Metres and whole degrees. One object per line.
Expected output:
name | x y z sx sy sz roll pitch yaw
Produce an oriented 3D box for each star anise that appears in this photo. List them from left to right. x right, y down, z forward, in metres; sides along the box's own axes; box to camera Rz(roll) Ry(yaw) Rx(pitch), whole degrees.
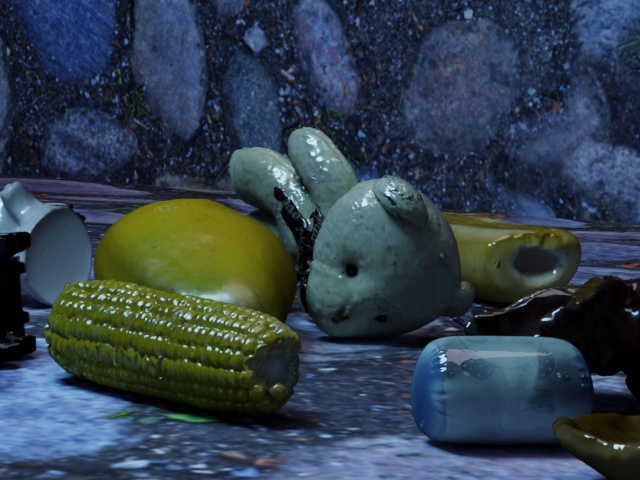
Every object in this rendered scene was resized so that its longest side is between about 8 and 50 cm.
star anise | 0.229 0.073 1.061 0.272 0.102 0.272 -5 2 0

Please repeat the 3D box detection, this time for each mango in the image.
mango | -0.107 0.035 1.286 0.176 0.119 0.317 4 13 -18

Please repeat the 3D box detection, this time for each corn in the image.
corn | -0.109 0.072 1.024 0.238 0.080 0.080 5 5 41

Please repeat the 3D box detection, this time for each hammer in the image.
hammer | 0.105 0.094 0.991 0.116 0.069 0.194 1 1 -9

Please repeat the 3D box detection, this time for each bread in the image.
bread | 0.171 0.017 1.709 0.142 0.091 0.305 -8 9 -25

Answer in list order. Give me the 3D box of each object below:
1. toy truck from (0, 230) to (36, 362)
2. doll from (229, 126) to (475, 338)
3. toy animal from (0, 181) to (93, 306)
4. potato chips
toy truck | -0.289 0.048 1.096 0.125 0.101 0.242 -2 2 1
doll | 0.000 0.004 1.376 0.278 0.149 0.175 20 -26 46
toy animal | -0.346 -0.001 1.500 0.221 0.104 0.131 6 -23 37
potato chips | 0.228 0.119 0.845 0.150 0.049 0.201 1 5 40
